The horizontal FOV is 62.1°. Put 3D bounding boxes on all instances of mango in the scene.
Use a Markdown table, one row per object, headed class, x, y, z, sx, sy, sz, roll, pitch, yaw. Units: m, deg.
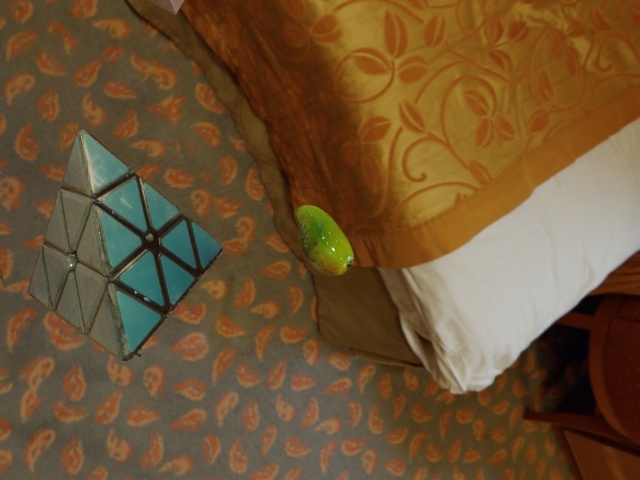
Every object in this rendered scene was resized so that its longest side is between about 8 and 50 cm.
| class | x | y | z | sx | sy | sz | roll | pitch | yaw |
| --- | --- | --- | --- | --- | --- | --- | --- | --- | --- |
| mango | 0.000 | 0.000 | 1.440 | 0.125 | 0.111 | 0.233 | -31 | 64 | -16 |

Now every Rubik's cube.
| class | x | y | z | sx | sy | sz | roll | pitch | yaw |
| --- | --- | --- | --- | --- | --- | --- | --- | --- | --- |
| Rubik's cube | -0.293 | 0.026 | 0.775 | 0.233 | 0.229 | 0.228 | 31 | 73 | -3 |

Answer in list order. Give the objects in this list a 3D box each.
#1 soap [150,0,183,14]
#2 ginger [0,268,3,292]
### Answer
| class | x | y | z | sx | sy | sz | roll | pitch | yaw |
| --- | --- | --- | --- | --- | --- | --- | --- | --- | --- |
| soap | -0.284 | -0.588 | 0.964 | 0.115 | 0.347 | 0.208 | 24 | 69 | -9 |
| ginger | -0.274 | 0.048 | 0.281 | 0.148 | 0.081 | 0.334 | 31 | 86 | -19 |
